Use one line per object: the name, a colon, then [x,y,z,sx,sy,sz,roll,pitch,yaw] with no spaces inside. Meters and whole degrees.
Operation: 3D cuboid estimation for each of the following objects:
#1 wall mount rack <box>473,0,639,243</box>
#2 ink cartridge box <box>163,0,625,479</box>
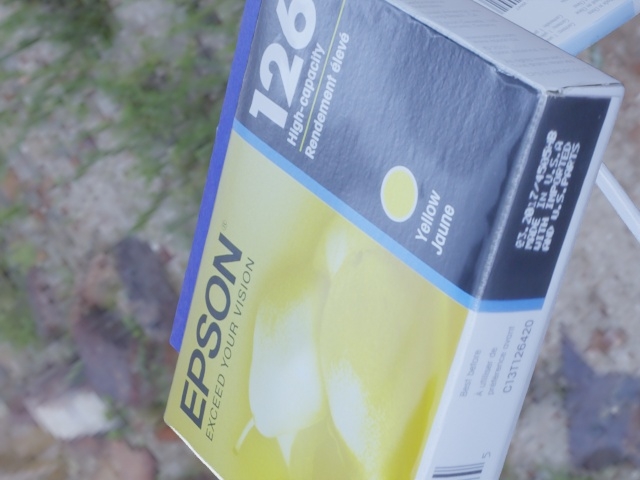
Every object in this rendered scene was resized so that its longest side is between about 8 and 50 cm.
wall mount rack: [0.223,-0.125,1.248,0.304,0.350,0.130,39,157,43]
ink cartridge box: [0.000,0.000,0.956,0.307,0.072,0.303,36,121,44]
